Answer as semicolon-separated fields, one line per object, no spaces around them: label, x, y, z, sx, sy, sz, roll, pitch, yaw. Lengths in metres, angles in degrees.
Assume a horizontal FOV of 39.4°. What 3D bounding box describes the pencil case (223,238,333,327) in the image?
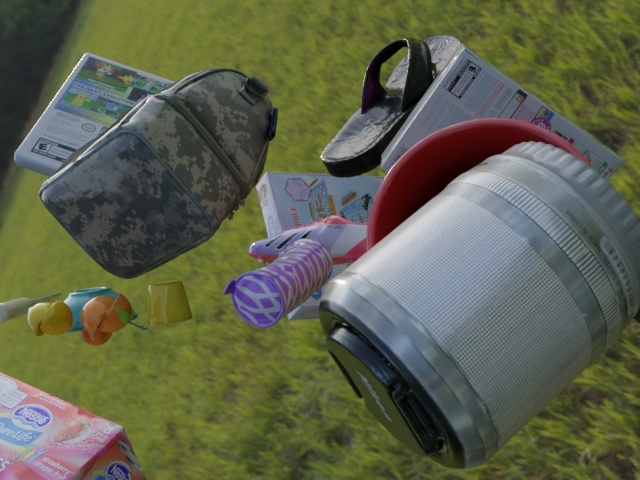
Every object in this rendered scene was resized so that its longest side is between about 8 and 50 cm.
pencil case;-0.052;0.054;1.274;0.086;0.088;0.206;-60;-10;22

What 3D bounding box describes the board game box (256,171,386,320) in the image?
board game box;0.048;0.008;1.888;0.066;0.317;0.319;-49;48;49

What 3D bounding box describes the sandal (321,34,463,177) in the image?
sandal;0.141;-0.285;1.650;0.167;0.107;0.446;-5;36;40

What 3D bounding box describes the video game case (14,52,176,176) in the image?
video game case;-0.343;-0.197;1.651;0.036;0.328;0.300;107;-178;-51

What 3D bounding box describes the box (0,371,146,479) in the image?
box;-0.372;0.284;1.111;0.299;0.142;0.154;12;40;34

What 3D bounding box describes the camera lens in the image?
camera lens;0.153;0.063;0.859;0.274;0.219;0.219;-38;14;-14

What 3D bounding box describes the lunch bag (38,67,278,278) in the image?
lunch bag;-0.226;-0.115;1.344;0.305;0.212;0.256;-26;24;43

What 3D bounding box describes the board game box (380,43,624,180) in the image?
board game box;0.280;-0.129;1.408;0.224;0.303;0.097;-54;6;16

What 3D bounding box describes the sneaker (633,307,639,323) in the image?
sneaker;0.533;0.097;1.485;0.051;0.170;0.089;-54;7;-38

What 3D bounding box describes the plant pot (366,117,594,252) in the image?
plant pot;0.211;0.005;1.113;0.243;0.274;0.275;26;-95;-76

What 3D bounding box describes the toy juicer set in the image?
toy juicer set;-0.375;0.125;1.368;0.328;0.209;0.090;-5;95;33

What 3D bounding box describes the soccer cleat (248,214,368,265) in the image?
soccer cleat;0.000;0.000;1.470;0.247;0.083;0.095;-1;79;22
